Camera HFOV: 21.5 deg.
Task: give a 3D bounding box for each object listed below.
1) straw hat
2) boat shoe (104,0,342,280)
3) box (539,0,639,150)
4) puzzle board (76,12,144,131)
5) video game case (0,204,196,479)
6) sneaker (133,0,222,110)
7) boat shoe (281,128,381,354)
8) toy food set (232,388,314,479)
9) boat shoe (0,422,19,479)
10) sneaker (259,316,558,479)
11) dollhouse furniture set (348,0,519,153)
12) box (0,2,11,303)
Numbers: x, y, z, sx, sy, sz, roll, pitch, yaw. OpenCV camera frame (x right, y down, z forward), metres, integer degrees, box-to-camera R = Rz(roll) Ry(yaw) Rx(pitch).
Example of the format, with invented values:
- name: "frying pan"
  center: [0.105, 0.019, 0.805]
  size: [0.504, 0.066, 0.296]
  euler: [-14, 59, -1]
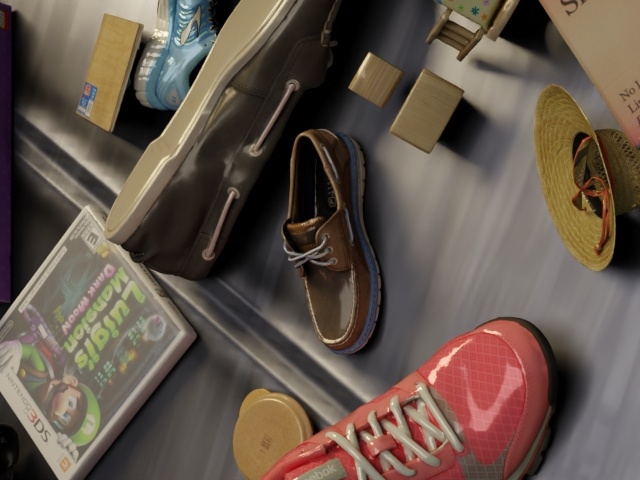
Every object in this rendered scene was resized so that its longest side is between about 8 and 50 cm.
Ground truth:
- name: "straw hat"
  center: [0.208, -0.049, 1.214]
  size: [0.061, 0.144, 0.144]
  euler: [-14, 70, -10]
- name: "boat shoe"
  center: [-0.055, -0.114, 1.405]
  size: [0.335, 0.095, 0.112]
  euler: [-54, 22, 11]
- name: "box"
  center: [0.241, -0.184, 1.175]
  size: [0.148, 0.127, 0.232]
  euler: [-40, 63, 23]
- name: "puzzle board"
  center: [-0.186, -0.150, 1.502]
  size: [0.128, 0.011, 0.096]
  euler: [29, 104, 67]
- name: "video game case"
  center: [-0.214, 0.094, 1.511]
  size: [0.190, 0.022, 0.173]
  euler: [-51, 59, 17]
- name: "sneaker"
  center: [-0.103, -0.186, 1.468]
  size: [0.073, 0.063, 0.162]
  euler: [20, 98, 17]
- name: "boat shoe"
  center: [0.000, 0.000, 1.350]
  size: [0.066, 0.066, 0.183]
  euler: [-16, 74, 32]
- name: "toy food set"
  center: [-0.039, 0.165, 1.379]
  size: [0.083, 0.020, 0.083]
  euler: [10, 88, 35]
- name: "boat shoe"
  center: [-0.310, 0.216, 1.508]
  size: [0.113, 0.127, 0.340]
  euler: [-40, 49, -10]
- name: "sneaker"
  center: [0.045, 0.174, 1.249]
  size: [0.314, 0.136, 0.116]
  euler: [-44, 62, 21]
- name: "dollhouse furniture set"
  center: [0.042, -0.176, 1.275]
  size: [0.182, 0.101, 0.161]
  euler: [28, 101, -1]
- name: "box"
  center: [-0.389, -0.076, 1.638]
  size: [0.201, 0.057, 0.293]
  euler: [-7, 78, 33]
